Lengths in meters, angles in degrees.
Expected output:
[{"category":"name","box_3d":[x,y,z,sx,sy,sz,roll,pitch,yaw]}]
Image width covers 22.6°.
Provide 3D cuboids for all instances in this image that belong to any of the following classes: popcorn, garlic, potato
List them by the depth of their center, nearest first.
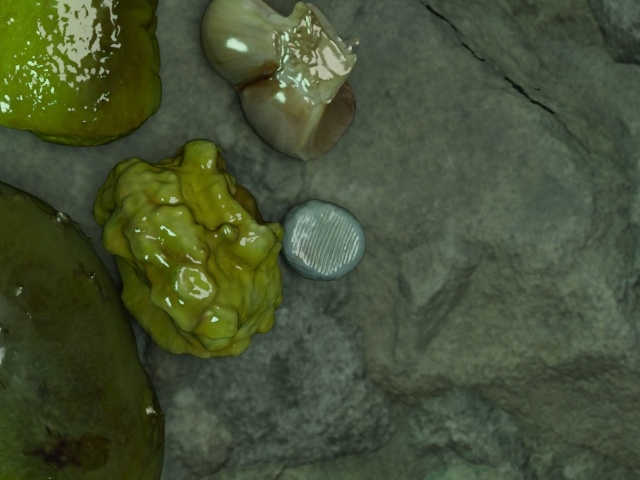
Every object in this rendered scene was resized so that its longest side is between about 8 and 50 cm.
[{"category":"potato","box_3d":[-0.267,0.109,1.356,0.269,0.219,0.359,-43,108,3]},{"category":"popcorn","box_3d":[-0.106,0.008,1.402,0.155,0.197,0.198,-24,98,-11]},{"category":"garlic","box_3d":[-0.033,-0.160,1.455,0.124,0.099,0.174,-41,96,12]}]

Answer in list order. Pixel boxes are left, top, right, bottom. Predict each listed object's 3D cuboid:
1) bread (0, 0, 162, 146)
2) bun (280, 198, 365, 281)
[{"category":"bread","box_3d":[-0.217,-0.273,1.392,0.166,0.112,0.384,0,94,-12]},{"category":"bun","box_3d":[0.000,0.000,1.488,0.083,0.045,0.083,-1,95,-15]}]
